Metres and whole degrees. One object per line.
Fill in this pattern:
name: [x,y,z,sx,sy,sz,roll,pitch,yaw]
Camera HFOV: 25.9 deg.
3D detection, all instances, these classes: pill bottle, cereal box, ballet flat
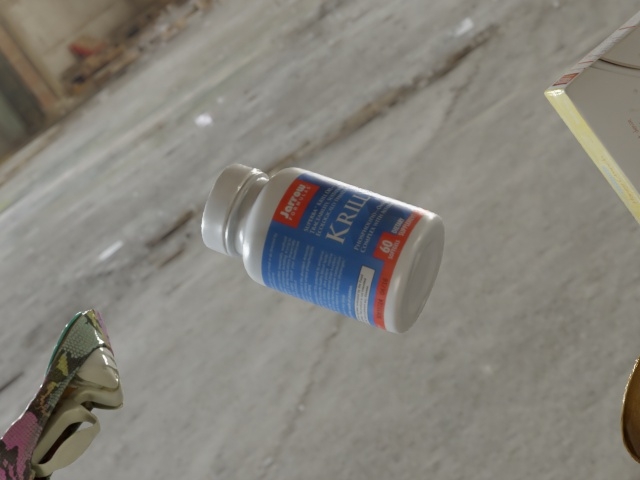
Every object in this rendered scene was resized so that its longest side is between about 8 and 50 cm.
pill bottle: [0.000,0.000,1.366,0.221,0.124,0.124,19,39,18]
cereal box: [0.314,-0.121,1.070,0.240,0.173,0.047,-41,11,-8]
ballet flat: [-0.231,0.156,1.285,0.079,0.077,0.221,7,44,22]

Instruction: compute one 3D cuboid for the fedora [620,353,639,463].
fedora: [0.333,0.120,1.116,0.194,0.194,0.079,-38,40,-10]
